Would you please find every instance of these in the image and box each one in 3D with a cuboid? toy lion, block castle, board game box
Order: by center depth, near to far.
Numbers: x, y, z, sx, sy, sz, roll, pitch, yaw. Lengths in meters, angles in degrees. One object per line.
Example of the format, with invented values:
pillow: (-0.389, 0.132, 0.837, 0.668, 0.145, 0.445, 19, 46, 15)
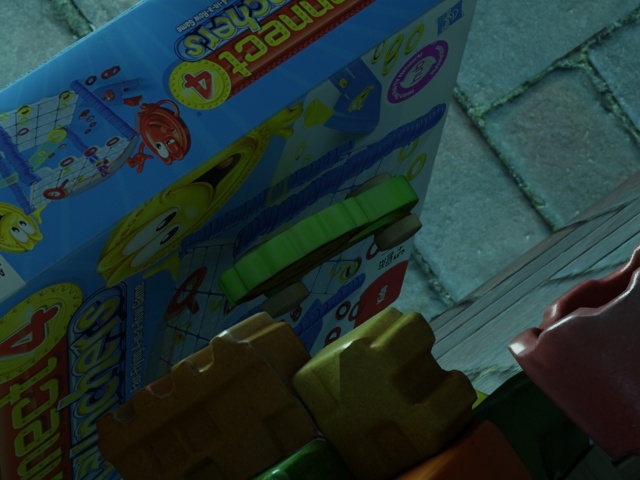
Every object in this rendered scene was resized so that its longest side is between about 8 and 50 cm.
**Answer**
block castle: (0.058, 0.097, 0.823, 0.453, 0.213, 0.303, -35, 0, 39)
toy lion: (0.000, 0.000, 0.833, 0.100, 0.034, 0.096, -31, -6, -8)
board game box: (-0.077, 0.009, 0.925, 0.302, 0.086, 0.308, -36, -21, -24)

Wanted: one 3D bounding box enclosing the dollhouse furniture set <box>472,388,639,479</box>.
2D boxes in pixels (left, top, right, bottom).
dollhouse furniture set: (0.186, 0.015, 1.031, 0.303, 0.198, 0.286, -36, 0, -1)
